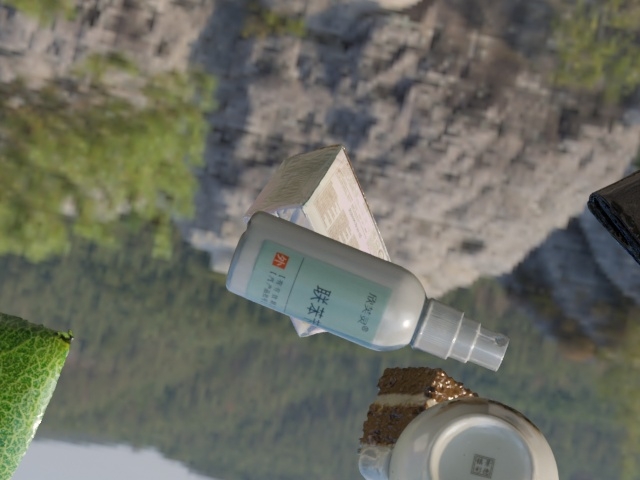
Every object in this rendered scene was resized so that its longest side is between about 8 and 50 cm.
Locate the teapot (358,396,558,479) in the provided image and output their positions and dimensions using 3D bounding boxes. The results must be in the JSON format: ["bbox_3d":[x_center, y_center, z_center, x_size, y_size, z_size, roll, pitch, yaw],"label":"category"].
[{"bbox_3d":[0.195,0.298,1.774,0.298,0.204,0.139,22,154,5],"label":"teapot"}]

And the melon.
[{"bbox_3d":[-0.348,0.161,1.392,0.129,0.169,0.265,24,157,-19],"label":"melon"}]

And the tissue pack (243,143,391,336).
[{"bbox_3d":[0.000,0.000,2.228,0.124,0.225,0.185,-11,-152,28],"label":"tissue pack"}]

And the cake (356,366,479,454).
[{"bbox_3d":[0.139,0.260,1.963,0.135,0.147,0.134,34,159,-27],"label":"cake"}]

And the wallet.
[{"bbox_3d":[0.515,-0.058,1.930,0.318,0.172,0.045,-26,155,-28],"label":"wallet"}]

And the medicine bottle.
[{"bbox_3d":[0.062,0.076,1.808,0.352,0.110,0.110,22,174,3],"label":"medicine bottle"}]
